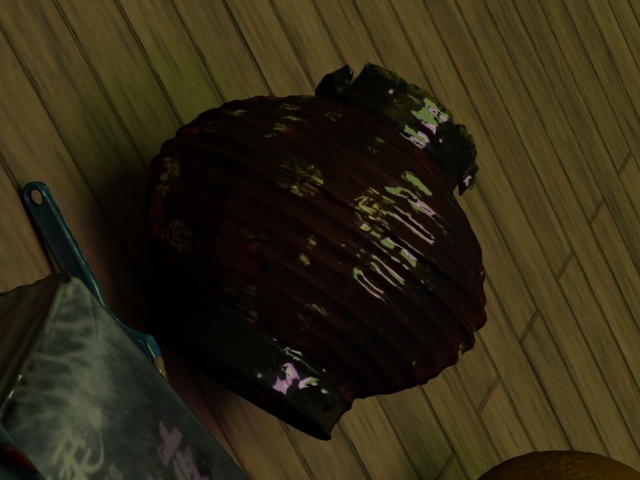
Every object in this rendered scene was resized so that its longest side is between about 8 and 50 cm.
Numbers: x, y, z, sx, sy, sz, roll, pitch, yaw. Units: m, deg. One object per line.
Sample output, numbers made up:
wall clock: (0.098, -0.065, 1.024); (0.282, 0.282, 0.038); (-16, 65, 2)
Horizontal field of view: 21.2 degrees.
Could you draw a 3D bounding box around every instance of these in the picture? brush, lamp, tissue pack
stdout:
brush: (-0.141, 0.037, 1.055); (0.164, 0.051, 0.014); (62, 29, 0)
lamp: (0.000, 0.000, 1.111); (0.247, 0.247, 0.247); (32, 50, -47)
tissue pack: (-0.104, 0.224, 0.953); (0.361, 0.122, 0.259); (52, 35, -27)

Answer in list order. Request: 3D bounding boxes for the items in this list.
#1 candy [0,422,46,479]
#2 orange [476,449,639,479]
candy: (-0.191, 0.118, 0.747); (0.187, 0.077, 0.331); (-9, 43, -41)
orange: (0.189, 0.269, 1.286); (0.236, 0.236, 0.236); (32, 50, -47)
